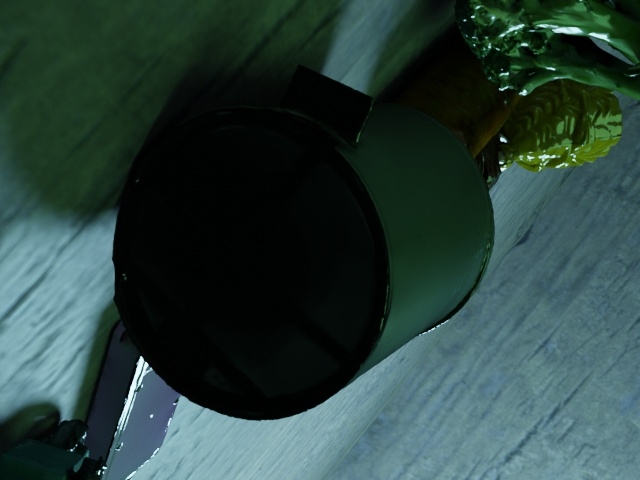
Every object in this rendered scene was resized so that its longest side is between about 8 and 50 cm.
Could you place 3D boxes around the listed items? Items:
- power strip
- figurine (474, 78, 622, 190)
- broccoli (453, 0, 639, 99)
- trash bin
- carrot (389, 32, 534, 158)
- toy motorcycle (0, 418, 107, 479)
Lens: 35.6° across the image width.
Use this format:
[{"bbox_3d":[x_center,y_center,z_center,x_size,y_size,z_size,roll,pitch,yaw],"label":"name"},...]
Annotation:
[{"bbox_3d":[-0.173,0.150,0.962,0.109,0.037,0.279,-36,158,-46],"label":"power strip"},{"bbox_3d":[0.243,-0.132,1.347,0.315,0.187,0.168,-28,157,-39],"label":"figurine"},{"bbox_3d":[0.258,-0.250,0.930,0.265,0.245,0.295,-35,161,-47],"label":"broccoli"},{"bbox_3d":[0.000,0.000,0.789,0.262,0.217,0.277,-20,137,-63],"label":"trash bin"},{"bbox_3d":[0.170,-0.175,1.110,0.302,0.114,0.114,-48,165,-24],"label":"carrot"},{"bbox_3d":[-0.241,0.239,0.756,0.296,0.109,0.198,139,-30,-83],"label":"toy motorcycle"}]
